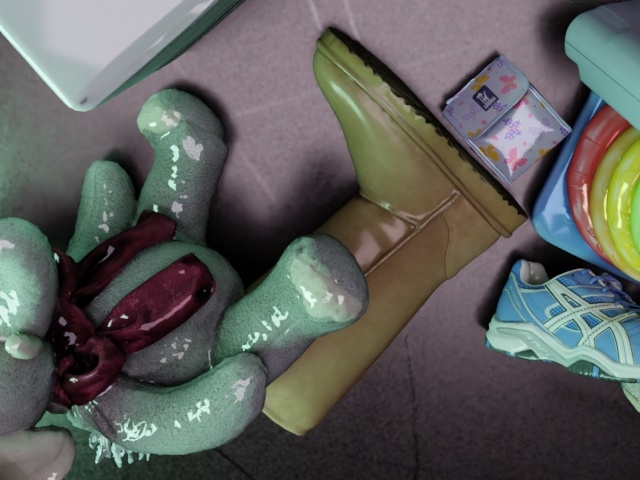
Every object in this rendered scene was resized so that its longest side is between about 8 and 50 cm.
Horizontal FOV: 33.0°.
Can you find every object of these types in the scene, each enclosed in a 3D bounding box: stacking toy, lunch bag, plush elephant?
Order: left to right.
[{"bbox_3d":[-0.183,0.060,0.795,0.255,0.272,0.330,1,132,-44],"label":"plush elephant"},{"bbox_3d":[0.147,-0.096,0.865,0.071,0.053,0.083,-40,92,9],"label":"lunch bag"},{"bbox_3d":[0.273,-0.020,0.753,0.166,0.302,0.175,23,104,-5],"label":"stacking toy"}]

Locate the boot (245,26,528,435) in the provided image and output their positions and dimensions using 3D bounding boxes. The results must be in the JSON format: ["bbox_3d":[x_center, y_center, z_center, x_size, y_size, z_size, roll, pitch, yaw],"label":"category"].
[{"bbox_3d":[0.000,0.000,0.876,0.269,0.089,0.236,-43,100,12],"label":"boot"}]

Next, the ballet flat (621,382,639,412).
[{"bbox_3d":[0.394,0.059,0.865,0.316,0.107,0.106,-23,125,6],"label":"ballet flat"}]

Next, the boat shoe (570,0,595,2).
[{"bbox_3d":[0.330,-0.241,0.752,0.355,0.130,0.132,-20,146,4],"label":"boat shoe"}]

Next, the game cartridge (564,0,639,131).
[{"bbox_3d":[0.348,-0.128,0.750,0.297,0.198,0.062,-10,118,-10],"label":"game cartridge"}]

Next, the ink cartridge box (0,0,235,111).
[{"bbox_3d":[-0.143,-0.256,0.653,0.166,0.395,0.285,-39,101,8],"label":"ink cartridge box"}]

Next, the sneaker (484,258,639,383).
[{"bbox_3d":[0.218,0.065,0.845,0.080,0.211,0.081,10,90,-44],"label":"sneaker"}]
